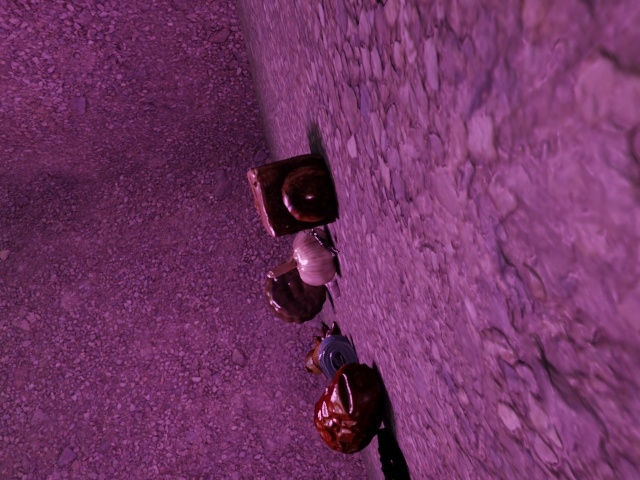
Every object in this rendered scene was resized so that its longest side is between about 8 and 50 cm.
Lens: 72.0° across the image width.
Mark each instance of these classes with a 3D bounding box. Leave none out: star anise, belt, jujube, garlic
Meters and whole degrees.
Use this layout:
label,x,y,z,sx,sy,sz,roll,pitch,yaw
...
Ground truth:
label,x,y,z,sx,sy,sz,roll,pitch,yaw
star anise,0.057,0.489,2.010,0.272,0.102,0.272,-5,84,58
belt,0.063,0.433,1.621,0.082,0.147,0.163,-121,37,-82
jujube,0.087,0.483,1.277,0.342,0.216,0.216,102,155,-48
garlic,-0.065,0.071,1.418,0.199,0.226,0.199,160,90,-80

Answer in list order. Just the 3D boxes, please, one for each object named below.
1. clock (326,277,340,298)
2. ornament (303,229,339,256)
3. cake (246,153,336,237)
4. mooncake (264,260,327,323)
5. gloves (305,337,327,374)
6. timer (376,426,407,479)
label,x,y,z,sx,sy,sz,roll,pitch,yaw
clock,0.035,0.152,1.590,0.129,0.041,0.087,-128,18,-62
ornament,0.000,0.000,1.259,0.125,0.028,0.073,40,176,-3
cake,-0.075,-0.113,1.146,0.293,0.198,0.196,-131,28,-75
mooncake,-0.110,0.227,1.989,0.161,0.290,0.290,98,155,-71
gloves,0.047,0.479,1.822,0.331,0.141,0.154,-42,62,55
timer,0.208,0.641,1.238,0.144,0.055,0.187,-127,25,-70
